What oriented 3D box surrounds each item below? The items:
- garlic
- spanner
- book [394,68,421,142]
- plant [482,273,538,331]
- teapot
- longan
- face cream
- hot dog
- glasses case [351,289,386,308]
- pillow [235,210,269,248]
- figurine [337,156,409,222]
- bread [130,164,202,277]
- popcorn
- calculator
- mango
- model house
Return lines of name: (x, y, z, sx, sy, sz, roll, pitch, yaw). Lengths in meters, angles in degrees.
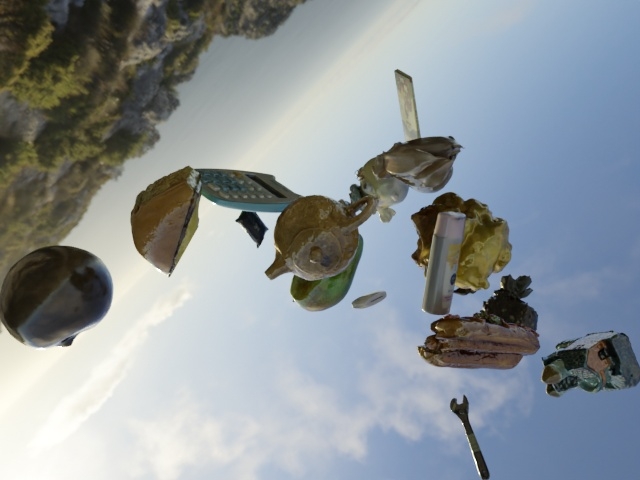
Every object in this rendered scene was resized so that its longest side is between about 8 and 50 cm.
garlic: (0.322, -0.258, 1.592, 0.291, 0.237, 0.210, 5, -100, 29)
spanner: (0.553, 0.713, 1.846, 0.087, 0.024, 0.316, -51, -147, 31)
book: (0.337, -0.474, 1.917, 0.018, 0.323, 0.228, -14, -154, 1)
plant: (0.776, 0.291, 2.068, 0.213, 0.215, 0.313, -1, -110, 29)
teapot: (0.000, 0.000, 1.174, 0.311, 0.203, 0.167, -32, -158, 14)
longan: (-0.724, 0.151, 1.384, 0.297, 0.297, 0.297, -43, -168, 11)
face cream: (0.324, 0.058, 1.332, 0.073, 0.269, 0.107, 14, -167, 32)
hot dog: (0.413, 0.258, 1.315, 0.158, 0.348, 0.117, -57, -145, 40)
glasses case: (0.171, 0.206, 1.763, 0.063, 0.041, 0.164, -9, -176, 40)
pillow: (-0.226, -0.052, 1.690, 0.048, 0.150, 0.090, -16, -138, 21)
figurine: (0.169, -0.139, 1.952, 0.394, 0.274, 0.227, -32, -146, 14)
bread: (-0.376, -0.048, 1.226, 0.204, 0.162, 0.262, -118, -136, -62)
popcorn: (0.403, 0.006, 1.504, 0.297, 0.315, 0.281, -50, 157, -18)
calculator: (-0.232, -0.153, 1.515, 0.386, 0.256, 0.054, -1, 119, -50)
mango: (0.037, 0.121, 2.019, 0.382, 0.225, 0.201, -52, 180, 1)
model house: (0.802, 0.417, 1.592, 0.291, 0.185, 0.253, -13, 170, -25)
